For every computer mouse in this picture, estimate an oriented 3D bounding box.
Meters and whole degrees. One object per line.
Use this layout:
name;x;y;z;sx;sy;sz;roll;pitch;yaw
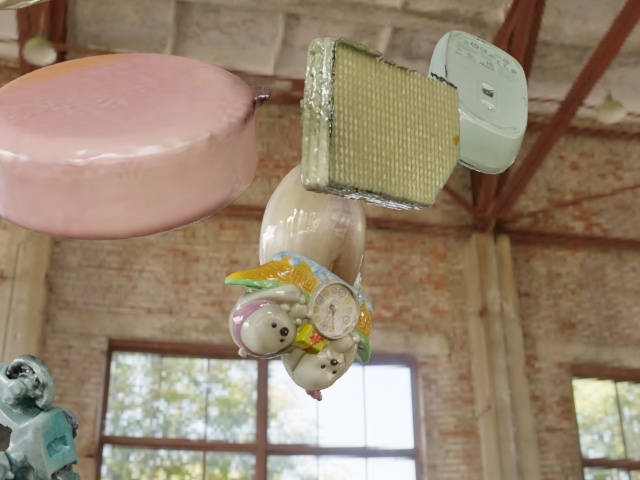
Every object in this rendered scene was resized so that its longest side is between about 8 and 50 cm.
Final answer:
computer mouse;0.229;-0.203;1.624;0.160;0.288;0.097;23;-52;-10

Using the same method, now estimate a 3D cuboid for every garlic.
garlic;0.000;0.000;1.585;0.110;0.227;0.217;1;6;37

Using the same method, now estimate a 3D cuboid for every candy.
candy;-0.170;-0.088;0.950;0.255;0.255;0.094;-1;-61;1

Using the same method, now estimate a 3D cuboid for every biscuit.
biscuit;0.067;-0.111;1.113;0.052;0.150;0.252;-2;-5;37

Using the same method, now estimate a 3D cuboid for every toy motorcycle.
toy motorcycle;-0.436;0.286;1.556;0.206;0.260;0.154;-1;15;37

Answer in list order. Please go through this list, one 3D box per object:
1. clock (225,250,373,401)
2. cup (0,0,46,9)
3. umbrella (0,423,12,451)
clock;-0.026;0.103;1.339;0.231;0.144;0.103;35;-18;-27
cup;-0.317;-0.328;1.056;0.255;0.202;0.173;15;-66;15
umbrella;-0.454;0.229;1.276;0.066;0.059;0.236;3;-8;25
